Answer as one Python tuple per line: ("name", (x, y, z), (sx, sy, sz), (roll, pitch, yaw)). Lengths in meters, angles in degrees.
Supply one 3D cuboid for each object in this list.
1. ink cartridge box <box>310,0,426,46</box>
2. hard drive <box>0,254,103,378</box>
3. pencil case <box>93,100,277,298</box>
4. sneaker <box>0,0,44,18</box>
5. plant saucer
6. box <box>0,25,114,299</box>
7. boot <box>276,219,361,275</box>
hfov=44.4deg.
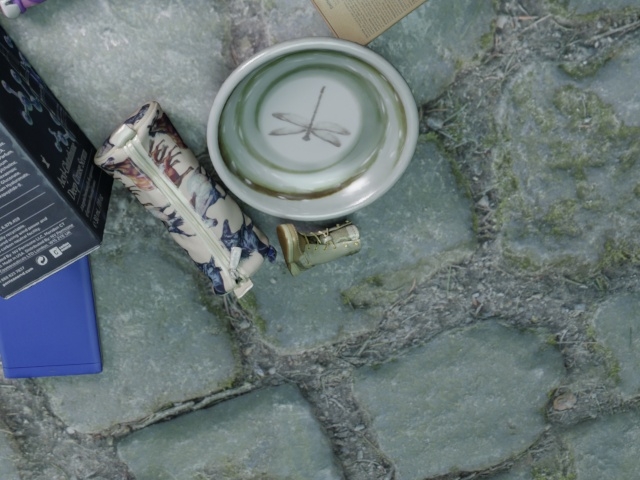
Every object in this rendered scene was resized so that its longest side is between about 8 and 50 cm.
("ink cartridge box", (0.062, -0.485, 1.398), (0.193, 0.088, 0.235), (-33, 119, 11))
("hard drive", (-0.587, 0.152, 1.671), (0.210, 0.040, 0.319), (-2, 119, -8))
("pencil case", (-0.260, -0.075, 1.517), (0.160, 0.183, 0.410), (-41, 117, -6))
("sneaker", (-0.513, -0.496, 1.306), (0.104, 0.095, 0.236), (-16, 125, -8))
("plant saucer", (-0.016, -0.220, 1.502), (0.400, 0.101, 0.401), (-3, 131, -4))
("box", (-0.565, -0.156, 1.360), (0.212, 0.293, 0.395), (-29, 120, 7))
("boot", (0.000, 0.000, 1.617), (0.165, 0.077, 0.213), (-17, 160, -2))
